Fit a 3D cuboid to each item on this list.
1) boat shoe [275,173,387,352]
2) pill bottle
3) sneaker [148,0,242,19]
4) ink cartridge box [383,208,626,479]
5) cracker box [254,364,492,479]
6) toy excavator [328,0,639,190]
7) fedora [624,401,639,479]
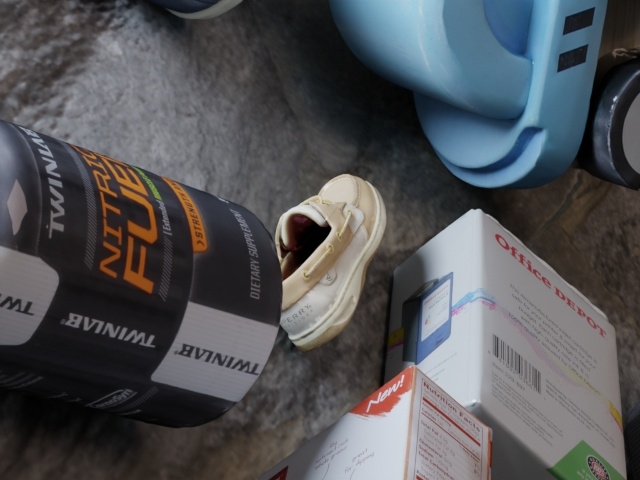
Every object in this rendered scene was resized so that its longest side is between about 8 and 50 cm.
[{"bbox_3d":[0.000,0.000,1.249,0.059,0.063,0.170,47,29,-21],"label":"boat shoe"},{"bbox_3d":[-0.145,0.013,0.953,0.245,0.130,0.130,19,42,-45],"label":"pill bottle"},{"bbox_3d":[-0.158,-0.318,1.311,0.148,0.131,0.350,2,56,-60],"label":"sneaker"},{"bbox_3d":[0.126,0.103,1.284,0.154,0.093,0.212,40,32,-22],"label":"ink cartridge box"},{"bbox_3d":[0.006,0.189,0.944,0.067,0.155,0.232,40,30,-19],"label":"cracker box"},{"bbox_3d":[0.083,-0.251,1.396,0.445,0.433,0.222,-1,16,-32],"label":"toy excavator"},{"bbox_3d":[0.320,0.183,1.429,0.275,0.124,0.244,52,34,-16],"label":"fedora"}]
